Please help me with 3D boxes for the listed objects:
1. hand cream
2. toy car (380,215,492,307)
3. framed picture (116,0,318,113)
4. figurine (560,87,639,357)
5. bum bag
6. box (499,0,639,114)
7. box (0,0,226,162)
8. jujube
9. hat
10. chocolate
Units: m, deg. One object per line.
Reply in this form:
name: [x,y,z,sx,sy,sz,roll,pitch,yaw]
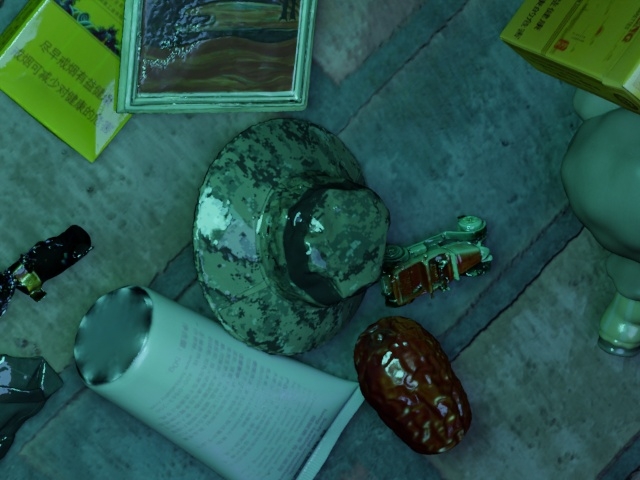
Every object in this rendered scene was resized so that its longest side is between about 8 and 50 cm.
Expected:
hand cream: [-0.108,0.168,1.947,0.358,0.118,0.185,35,85,-39]
toy car: [0.132,0.027,2.033,0.143,0.054,0.073,-20,117,-18]
framed picture: [-0.093,-0.257,1.790,0.216,0.016,0.273,-4,112,-26]
figurine: [0.388,-0.020,2.065,0.203,0.248,0.381,-33,134,-34]
bum bag: [-0.351,0.201,1.862,0.198,0.049,0.087,-52,127,-1]
box: [0.322,-0.239,1.896,0.076,0.274,0.174,34,92,-28]
box: [-0.197,-0.229,1.779,0.153,0.041,0.279,41,88,-32]
jujube: [0.104,0.169,2.036,0.176,0.109,0.112,58,48,-31]
hat: [0.000,0.000,1.882,0.265,0.128,0.266,-3,95,-39]
chocolate: [-0.297,0.038,1.817,0.147,0.072,0.070,-26,122,-9]
